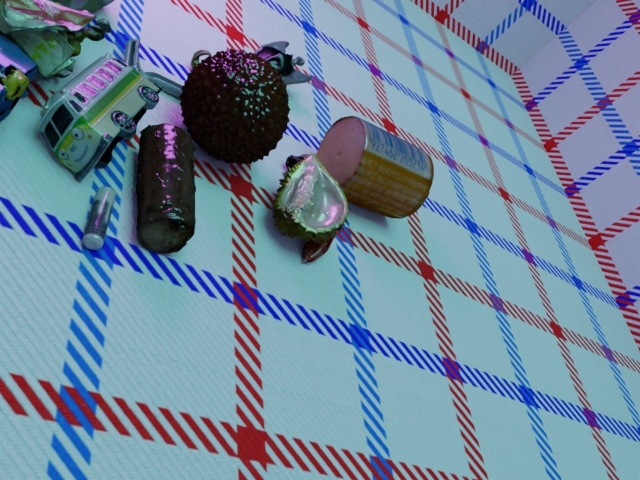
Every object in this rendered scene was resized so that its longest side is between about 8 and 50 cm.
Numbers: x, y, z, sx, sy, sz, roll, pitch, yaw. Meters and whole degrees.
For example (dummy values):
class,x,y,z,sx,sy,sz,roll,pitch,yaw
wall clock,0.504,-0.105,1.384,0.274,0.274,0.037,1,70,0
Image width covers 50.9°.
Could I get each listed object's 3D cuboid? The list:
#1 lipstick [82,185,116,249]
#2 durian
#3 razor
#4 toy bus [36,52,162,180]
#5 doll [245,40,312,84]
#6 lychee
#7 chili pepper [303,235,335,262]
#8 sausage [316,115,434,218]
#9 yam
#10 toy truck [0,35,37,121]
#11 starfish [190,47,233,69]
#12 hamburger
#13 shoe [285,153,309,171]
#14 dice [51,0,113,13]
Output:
class,x,y,z,sx,sy,sz,roll,pitch,yaw
lipstick,-0.425,-0.044,1.291,0.040,0.040,0.141,28,39,-27
durian,-0.034,-0.079,1.675,0.183,0.138,0.250,33,39,-22
razor,-0.372,-0.388,1.688,0.278,0.056,0.111,29,39,-38
toy bus,-0.459,-0.264,1.388,0.164,0.133,0.276,39,34,-15
doll,-0.161,-0.511,1.989,0.145,0.103,0.316,37,37,29
lychee,-0.199,-0.322,1.618,0.276,0.276,0.304,41,-10,-11
chili pepper,0.001,0.001,1.711,0.059,0.050,0.191,34,46,2
sausage,0.153,-0.207,1.931,0.287,0.233,0.233,17,45,-38
yam,-0.320,-0.115,1.406,0.131,0.131,0.280,21,43,-35
toy truck,-0.638,-0.228,1.127,0.161,0.162,0.385,37,34,-17
starfish,-0.263,-0.436,1.811,0.146,0.074,0.190,-6,61,-32
hamburger,-0.575,-0.412,1.379,0.260,0.150,0.276,16,8,27
shoe,-0.053,-0.169,1.808,0.099,0.071,0.169,5,49,-42
dice,-0.589,-0.728,1.530,0.330,0.322,0.318,50,33,-1
